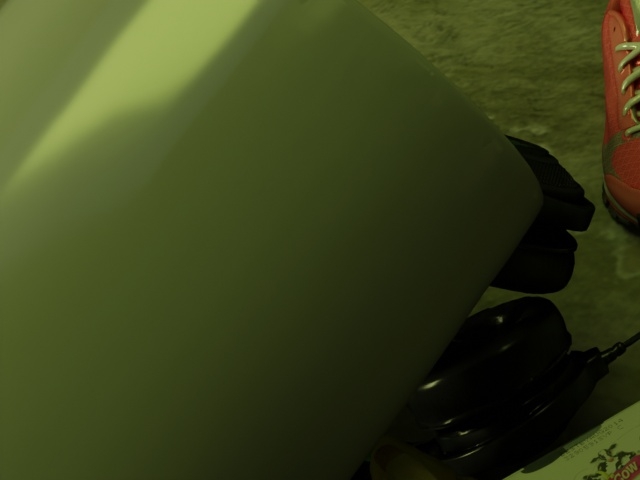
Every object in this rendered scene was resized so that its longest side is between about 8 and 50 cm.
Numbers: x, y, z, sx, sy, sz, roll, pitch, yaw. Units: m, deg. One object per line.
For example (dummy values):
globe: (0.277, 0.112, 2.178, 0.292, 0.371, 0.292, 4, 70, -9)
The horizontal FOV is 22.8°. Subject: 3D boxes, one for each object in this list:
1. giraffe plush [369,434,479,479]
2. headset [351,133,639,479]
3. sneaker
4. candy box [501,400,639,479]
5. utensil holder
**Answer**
giraffe plush: (0.070, 0.228, 0.923, 0.181, 0.210, 0.170, 28, 87, 12)
headset: (0.125, 0.036, 1.101, 0.394, 0.243, 0.185, -2, 11, 7)
sneaker: (0.267, -0.131, 1.288, 0.116, 0.136, 0.314, -14, 37, 15)
candy box: (0.197, 0.187, 0.833, 0.159, 0.233, 0.071, -29, 35, -8)
utensil holder: (-0.109, 0.041, 0.872, 0.385, 0.327, 0.327, -52, 40, -3)
